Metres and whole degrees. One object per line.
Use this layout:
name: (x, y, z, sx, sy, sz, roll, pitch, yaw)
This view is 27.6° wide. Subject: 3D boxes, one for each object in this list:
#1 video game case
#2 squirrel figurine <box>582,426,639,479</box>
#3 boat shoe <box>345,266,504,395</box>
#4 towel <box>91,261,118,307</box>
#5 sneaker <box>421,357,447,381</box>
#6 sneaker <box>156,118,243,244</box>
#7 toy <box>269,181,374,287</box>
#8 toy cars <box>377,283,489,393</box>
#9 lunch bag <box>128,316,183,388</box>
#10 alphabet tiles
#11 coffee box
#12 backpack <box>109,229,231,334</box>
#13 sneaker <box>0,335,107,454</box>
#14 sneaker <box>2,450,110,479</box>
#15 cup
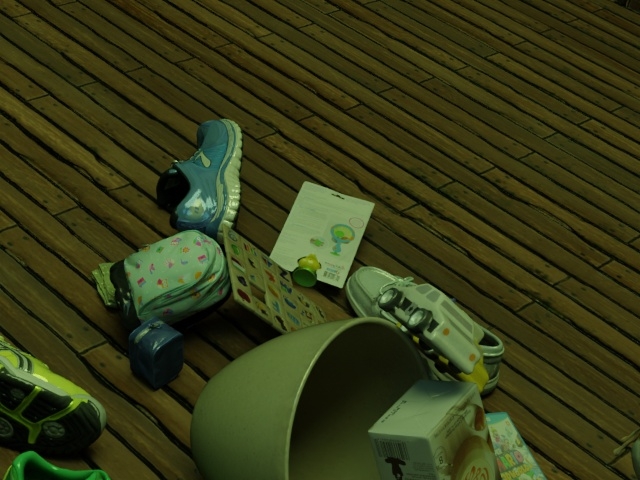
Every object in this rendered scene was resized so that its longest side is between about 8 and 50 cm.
video game case: (0.271, 0.324, 1.888, 0.119, 0.015, 0.166, 2, 48, -43)
squirrel figurine: (0.469, 0.396, 1.557, 0.397, 0.370, 0.281, 28, 5, 4)
boat shoe: (0.171, 0.127, 2.132, 0.118, 0.103, 0.320, -19, 45, -37)
towel: (-0.296, 0.071, 2.145, 0.148, 0.027, 0.110, -6, 37, -22)
sneaker: (0.187, 0.269, 1.949, 0.085, 0.086, 0.237, -10, 41, -31)
sneaker: (-0.219, -0.123, 2.359, 0.147, 0.129, 0.330, 8, 34, -9)
toy: (0.000, 0.000, 2.311, 0.137, 0.056, 0.237, 19, 39, 4)
toy cars: (0.174, 0.124, 1.814, 0.176, 0.393, 0.087, 41, 87, 17)
lunch bag: (-0.251, 0.164, 1.960, 0.065, 0.098, 0.067, 29, 43, 28)
alphabet tiles: (-0.064, 0.092, 2.073, 0.237, 0.009, 0.198, 39, 20, -31)
coffee box: (0.163, 0.324, 1.707, 0.098, 0.246, 0.141, -1, 24, 37)
backpack: (-0.229, 0.065, 2.025, 0.182, 0.115, 0.152, -22, 62, 3)
sneaker: (-0.470, 0.179, 1.837, 0.385, 0.145, 0.147, 20, 35, 10)
sneaker: (-0.286, 0.364, 1.637, 0.296, 0.123, 0.109, 24, 36, 16)
cup: (-0.033, 0.260, 1.737, 0.237, 0.331, 0.331, 2, 24, 37)
